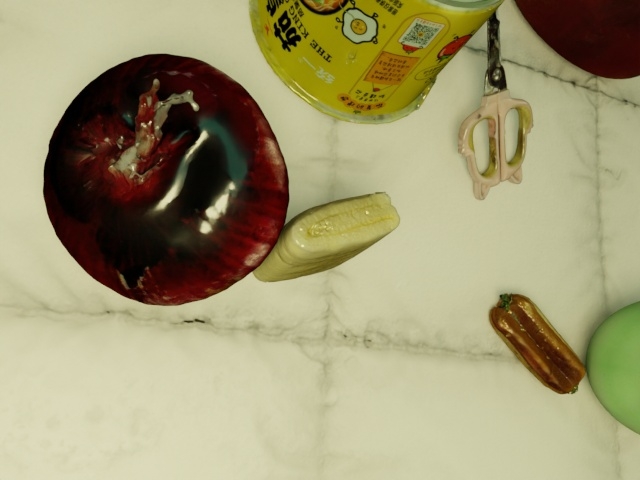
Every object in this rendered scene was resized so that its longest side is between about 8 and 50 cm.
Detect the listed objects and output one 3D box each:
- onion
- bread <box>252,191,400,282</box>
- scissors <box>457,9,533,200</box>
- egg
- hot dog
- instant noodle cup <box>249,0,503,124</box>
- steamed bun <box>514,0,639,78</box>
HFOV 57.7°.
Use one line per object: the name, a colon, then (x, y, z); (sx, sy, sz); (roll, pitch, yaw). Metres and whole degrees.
onion: (-0.168, -0.066, 0.601); (0.273, 0.285, 0.272); (0, 87, 3)
bread: (0.000, 0.000, 0.705); (0.140, 0.178, 0.060); (-13, 80, -25)
scissors: (0.263, -0.221, 0.873); (0.160, 0.024, 0.317); (-22, 117, -25)
egg: (0.529, 0.194, 0.865); (0.270, 0.220, 0.220); (6, 76, -13)
hot dog: (0.322, 0.153, 0.875); (0.072, 0.055, 0.188); (-40, 90, 4)
instant noodle cup: (0.093, -0.353, 0.783); (0.326, 0.254, 0.325); (6, 75, -23)
steamed bun: (0.501, -0.433, 0.983); (0.379, 0.235, 0.248); (32, 65, -14)
